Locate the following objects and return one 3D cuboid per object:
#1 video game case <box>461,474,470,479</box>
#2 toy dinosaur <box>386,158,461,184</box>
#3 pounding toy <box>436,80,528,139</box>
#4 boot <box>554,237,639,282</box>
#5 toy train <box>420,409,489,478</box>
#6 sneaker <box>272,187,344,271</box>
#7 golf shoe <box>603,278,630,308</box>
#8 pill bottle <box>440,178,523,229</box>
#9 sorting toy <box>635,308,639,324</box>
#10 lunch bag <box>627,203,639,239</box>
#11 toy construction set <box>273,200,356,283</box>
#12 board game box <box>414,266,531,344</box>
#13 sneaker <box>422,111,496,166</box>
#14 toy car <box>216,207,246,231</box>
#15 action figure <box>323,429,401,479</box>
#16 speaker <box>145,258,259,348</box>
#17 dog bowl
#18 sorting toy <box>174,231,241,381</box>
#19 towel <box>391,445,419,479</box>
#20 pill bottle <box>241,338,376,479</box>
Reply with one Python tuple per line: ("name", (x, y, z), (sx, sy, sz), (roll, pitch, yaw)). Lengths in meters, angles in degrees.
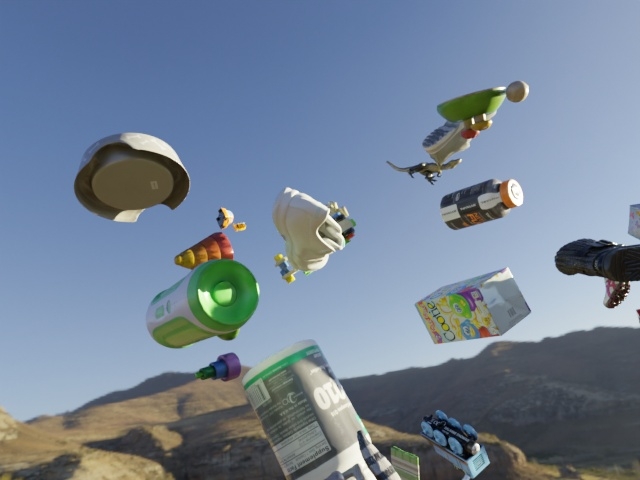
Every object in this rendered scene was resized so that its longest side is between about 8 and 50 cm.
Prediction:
("video game case", (0.325, 0.633, 1.137), (0.119, 0.015, 0.166), (-60, -28, 9))
("toy dinosaur", (0.362, -0.250, 1.646), (0.268, 0.118, 0.064), (2, -58, 14))
("pounding toy", (0.442, -0.342, 1.253), (0.236, 0.110, 0.183), (-10, 7, 28))
("boot", (0.956, 0.059, 1.446), (0.347, 0.131, 0.260), (2, 0, -6))
("toy train", (0.326, 0.501, 1.152), (0.080, 0.105, 0.184), (-26, 13, -25))
("sneaker", (-0.003, 0.001, 0.714), (0.094, 0.080, 0.212), (15, -20, 19))
("golf shoe", (0.982, 0.135, 1.541), (0.067, 0.186, 0.086), (16, 8, -25))
("pill bottle", (0.524, -0.122, 1.508), (0.130, 0.130, 0.245), (8, -17, -36))
("sorting toy", (1.060, 0.330, 1.417), (0.089, 0.255, 0.257), (-21, -66, 27))
("lunch bag", (0.678, -0.034, 0.952), (0.053, 0.083, 0.071), (-14, -65, -2))
("toy construction set", (0.000, 0.000, 1.529), (0.328, 0.151, 0.215), (-47, -2, -22))
("board game box", (0.430, 0.195, 1.343), (0.144, 0.142, 0.275), (-25, -5, -30))
("sneaker", (0.479, -0.367, 1.579), (0.281, 0.105, 0.115), (-35, -56, 3))
("toy car", (-0.229, -0.040, 1.203), (0.040, 0.122, 0.060), (-13, -52, -34))
("action figure", (0.148, 0.454, 0.702), (0.330, 0.178, 0.341), (27, -24, 23))
("speaker", (-0.224, 0.122, 0.841), (0.131, 0.131, 0.296), (6, -20, -34))
("dog bowl", (-0.614, -0.206, 1.518), (0.348, 0.102, 0.349), (-15, -31, -9))
("sorting toy", (-0.278, 0.165, 1.113), (0.126, 0.366, 0.127), (-5, -2, -42))
("towel", (0.312, 0.836, 1.693), (0.113, 0.152, 0.023), (7, 19, 38))
("pill bottle", (-0.014, 0.429, 1.051), (0.204, 0.361, 0.204), (-28, -19, -10))
